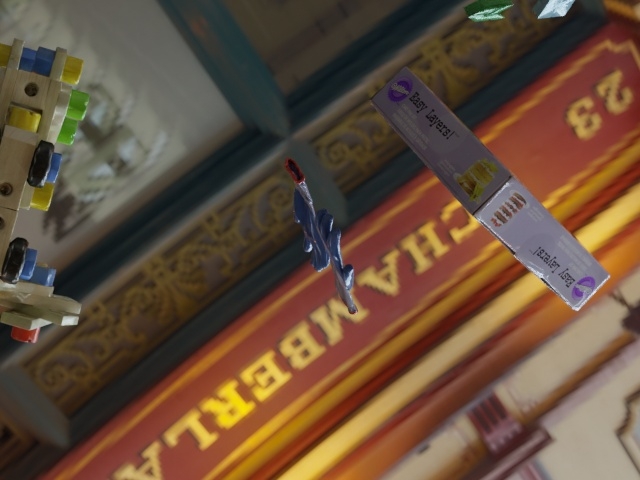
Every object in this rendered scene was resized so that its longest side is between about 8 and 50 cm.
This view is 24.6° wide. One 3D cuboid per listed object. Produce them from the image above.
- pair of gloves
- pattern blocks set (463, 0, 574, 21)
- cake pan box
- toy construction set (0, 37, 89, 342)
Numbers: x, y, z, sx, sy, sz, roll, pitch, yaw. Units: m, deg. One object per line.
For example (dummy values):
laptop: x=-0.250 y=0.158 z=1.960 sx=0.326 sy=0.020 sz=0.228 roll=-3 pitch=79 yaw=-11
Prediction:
pair of gloves: x=0.000 y=0.000 z=1.785 sx=0.023 sy=0.159 sz=0.198 roll=-23 pitch=-137 yaw=-8
pattern blocks set: x=0.294 y=-0.374 z=1.737 sx=0.325 sy=0.285 sz=0.026 roll=-51 pitch=-125 yaw=43
cake pan box: x=0.200 y=-0.057 z=1.705 sx=0.070 sy=0.267 sz=0.245 roll=-43 pitch=-136 yaw=9
toy construction set: x=-0.322 y=-0.049 z=1.534 sx=0.151 sy=0.327 sz=0.215 roll=0 pitch=-174 yaw=-14
